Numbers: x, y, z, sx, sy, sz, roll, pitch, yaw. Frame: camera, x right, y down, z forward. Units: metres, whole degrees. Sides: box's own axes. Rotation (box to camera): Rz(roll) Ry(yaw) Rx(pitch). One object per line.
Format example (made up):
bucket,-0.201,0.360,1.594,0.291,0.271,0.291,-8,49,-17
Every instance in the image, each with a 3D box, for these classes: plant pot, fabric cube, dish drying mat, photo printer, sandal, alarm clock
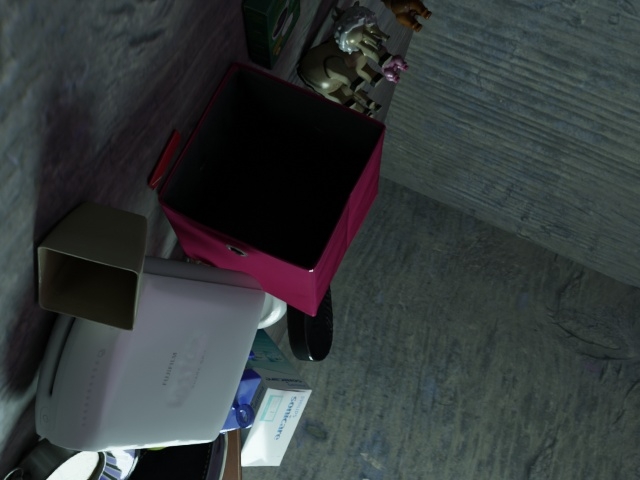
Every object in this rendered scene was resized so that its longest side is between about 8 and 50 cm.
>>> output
plant pot,-0.243,0.021,0.998,0.109,0.109,0.096,108,-4,-47
fabric cube,-0.068,-0.070,1.390,0.258,0.254,0.259,90,25,-71
dish drying mat,-0.210,-0.108,1.209,0.032,0.008,0.083,83,32,-78
photo printer,-0.223,0.147,1.174,0.307,0.107,0.256,15,95,-56
sandal,0.001,0.001,1.643,0.167,0.107,0.445,-26,113,-64
alarm clock,-0.365,0.312,1.200,0.129,0.064,0.192,-56,160,3

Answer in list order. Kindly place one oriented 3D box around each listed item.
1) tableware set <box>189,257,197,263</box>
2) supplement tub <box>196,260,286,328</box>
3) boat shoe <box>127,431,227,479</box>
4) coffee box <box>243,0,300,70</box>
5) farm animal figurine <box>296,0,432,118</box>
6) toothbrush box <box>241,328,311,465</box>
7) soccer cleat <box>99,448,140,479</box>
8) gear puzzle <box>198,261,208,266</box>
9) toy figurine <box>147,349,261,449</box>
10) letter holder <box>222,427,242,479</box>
tableware set,-0.198,-0.032,1.582,0.141,0.020,0.168,-59,171,-51
supplement tub,-0.111,0.028,1.761,0.272,0.191,0.191,-57,170,-53
boat shoe,-0.325,0.519,1.647,0.500,0.187,0.156,-59,178,-15
coffee box,-0.070,-0.345,1.344,0.184,0.040,0.113,91,23,-77
farm animal figurine,0.060,-0.383,1.855,0.327,0.172,0.330,-41,165,-47
toothbrush box,-0.170,0.351,2.092,0.295,0.126,0.216,45,-62,48
soccer cleat,-0.331,0.277,1.339,0.116,0.109,0.318,-31,151,-45
gear puzzle,-0.213,0.122,1.566,0.339,0.044,0.175,-58,161,5
toy figurine,-0.205,0.256,1.445,0.191,0.217,0.362,-5,124,-54
letter holder,-0.287,0.446,1.894,0.152,0.214,0.301,-141,-132,-66
